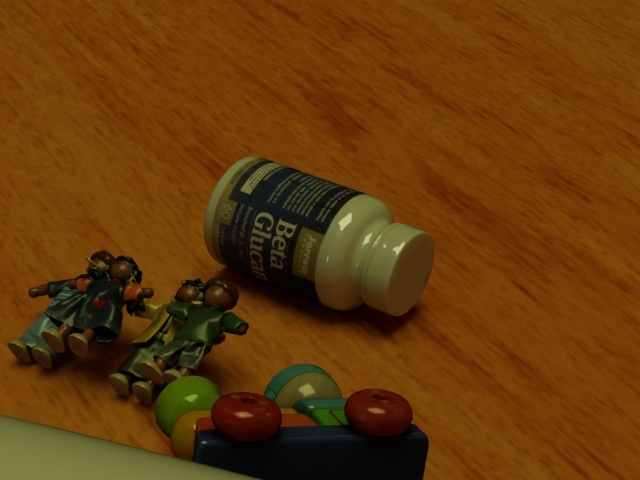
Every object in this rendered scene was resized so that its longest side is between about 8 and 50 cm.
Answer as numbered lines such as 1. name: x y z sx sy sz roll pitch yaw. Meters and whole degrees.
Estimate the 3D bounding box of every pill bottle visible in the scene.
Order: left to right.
1. pill bottle: 0.000 0.000 1.196 0.169 0.094 0.094 20 35 29

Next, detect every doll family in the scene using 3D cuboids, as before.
1. doll family: -0.139 0.054 1.113 0.193 0.076 0.111 19 53 18

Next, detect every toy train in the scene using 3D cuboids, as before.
1. toy train: -0.072 0.128 0.946 0.248 0.105 0.143 1 17 -23

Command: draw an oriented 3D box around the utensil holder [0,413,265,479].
1. utensil holder: -0.168 0.222 0.599 0.386 0.327 0.327 10 31 20
